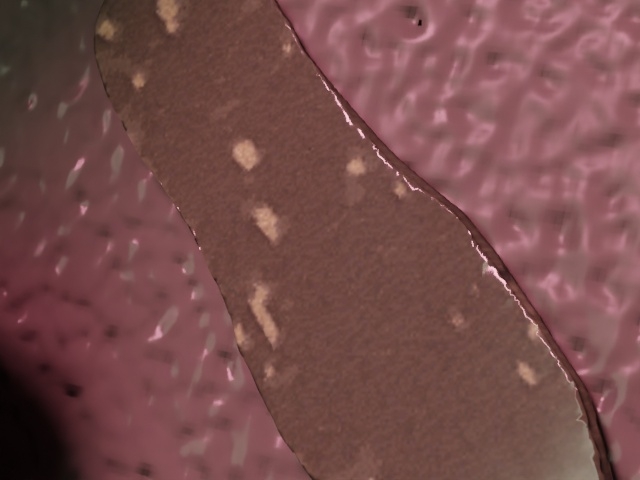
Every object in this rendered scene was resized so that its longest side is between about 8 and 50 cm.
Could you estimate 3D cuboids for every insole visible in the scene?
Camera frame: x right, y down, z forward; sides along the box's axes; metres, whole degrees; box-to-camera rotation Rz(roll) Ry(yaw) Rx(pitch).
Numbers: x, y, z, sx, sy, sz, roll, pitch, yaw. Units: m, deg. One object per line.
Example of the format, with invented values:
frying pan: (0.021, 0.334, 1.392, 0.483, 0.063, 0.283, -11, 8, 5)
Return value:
insole: (0.000, 0.000, 0.445, 0.081, 0.011, 0.248, -40, 61, 13)
